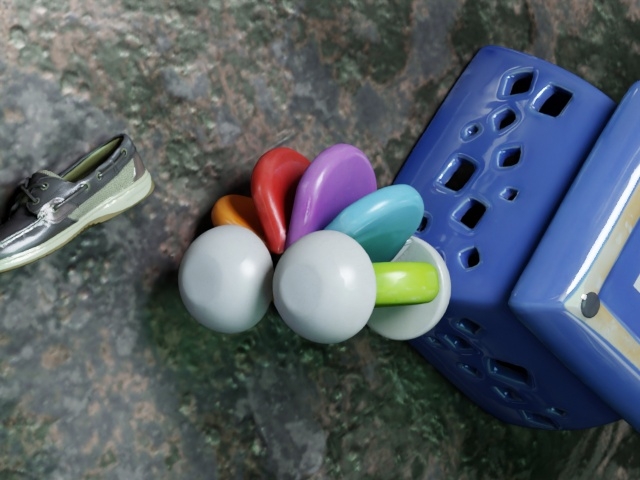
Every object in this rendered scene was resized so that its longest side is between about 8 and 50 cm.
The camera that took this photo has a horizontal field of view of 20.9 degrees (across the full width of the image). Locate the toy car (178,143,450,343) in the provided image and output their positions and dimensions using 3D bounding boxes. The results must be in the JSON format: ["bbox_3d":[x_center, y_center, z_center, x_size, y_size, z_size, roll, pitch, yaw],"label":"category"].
[{"bbox_3d":[0.000,0.000,1.215,0.159,0.182,0.136,3,90,-56],"label":"toy car"}]

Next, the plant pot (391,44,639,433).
[{"bbox_3d":[0.201,0.011,1.345,0.236,0.212,0.236,42,72,-34],"label":"plant pot"}]

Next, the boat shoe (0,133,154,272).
[{"bbox_3d":[-0.179,-0.024,1.153,0.152,0.056,0.049,-34,113,-39],"label":"boat shoe"}]
